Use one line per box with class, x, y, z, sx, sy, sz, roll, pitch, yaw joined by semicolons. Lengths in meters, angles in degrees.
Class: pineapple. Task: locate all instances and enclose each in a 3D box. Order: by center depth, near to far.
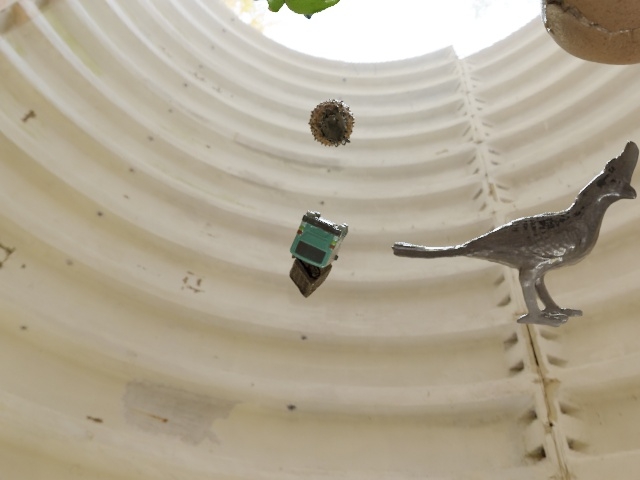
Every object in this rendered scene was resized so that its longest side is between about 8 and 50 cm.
pineapple;0.033;-0.360;1.648;0.157;0.158;0.279;-25;-166;8

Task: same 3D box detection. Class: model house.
model house;-0.023;0.056;1.369;0.106;0.165;0.152;14;-129;-4

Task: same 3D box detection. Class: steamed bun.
steamed bun;0.547;-0.488;1.062;0.199;0.252;0.301;-24;-128;-4

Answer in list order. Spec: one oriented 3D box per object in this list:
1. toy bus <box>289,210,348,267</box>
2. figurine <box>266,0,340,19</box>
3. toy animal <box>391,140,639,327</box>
toy bus;0.000;0.000;0.992;0.160;0.079;0.092;-18;132;-82
figurine;-0.062;-0.644;1.333;0.263;0.162;0.143;10;-171;27
toy animal;0.306;0.029;0.778;0.367;0.206;0.081;-24;173;24
